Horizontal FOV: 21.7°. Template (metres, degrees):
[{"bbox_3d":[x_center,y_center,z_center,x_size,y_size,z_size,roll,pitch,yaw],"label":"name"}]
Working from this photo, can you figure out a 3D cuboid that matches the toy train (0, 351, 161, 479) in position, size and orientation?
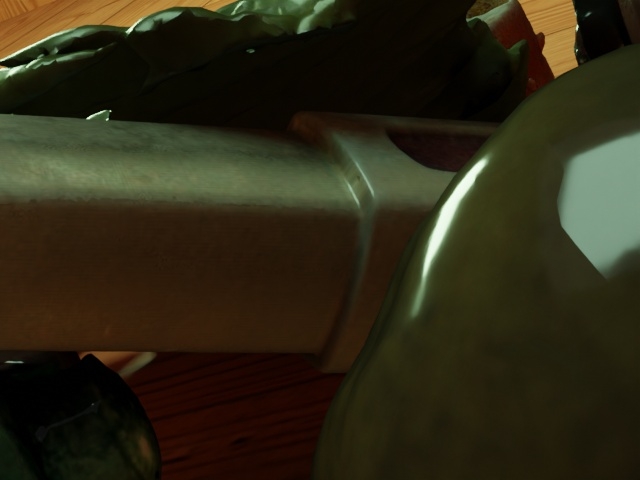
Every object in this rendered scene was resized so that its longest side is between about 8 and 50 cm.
[{"bbox_3d":[-0.196,0.125,0.574,0.304,0.150,0.221,-27,6,-5],"label":"toy train"}]

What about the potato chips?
[{"bbox_3d":[-0.074,-0.044,0.713,0.389,0.097,0.373,-18,-14,-5],"label":"potato chips"}]

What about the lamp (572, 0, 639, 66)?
[{"bbox_3d":[0.222,-0.125,0.698,0.258,0.180,0.180,-16,17,20],"label":"lamp"}]

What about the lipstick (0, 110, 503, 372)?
[{"bbox_3d":[0.000,0.000,0.563,0.253,0.077,0.079,1,29,-27],"label":"lipstick"}]

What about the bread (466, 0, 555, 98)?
[{"bbox_3d":[0.061,-0.087,0.986,0.160,0.073,0.160,-21,16,6],"label":"bread"}]

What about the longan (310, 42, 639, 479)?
[{"bbox_3d":[0.083,0.042,0.390,0.187,0.167,0.167,-36,9,27],"label":"longan"}]
